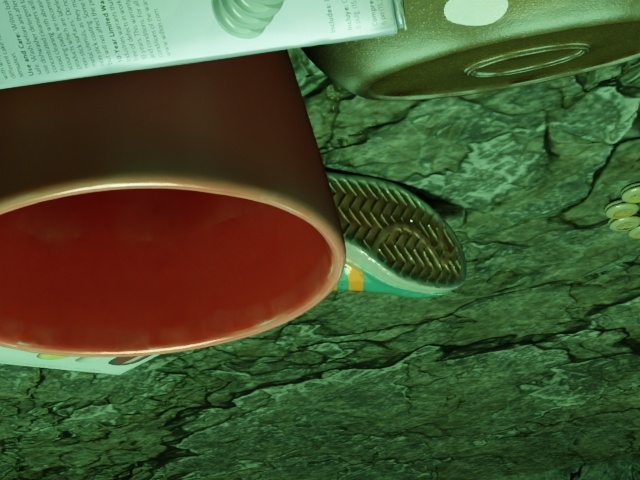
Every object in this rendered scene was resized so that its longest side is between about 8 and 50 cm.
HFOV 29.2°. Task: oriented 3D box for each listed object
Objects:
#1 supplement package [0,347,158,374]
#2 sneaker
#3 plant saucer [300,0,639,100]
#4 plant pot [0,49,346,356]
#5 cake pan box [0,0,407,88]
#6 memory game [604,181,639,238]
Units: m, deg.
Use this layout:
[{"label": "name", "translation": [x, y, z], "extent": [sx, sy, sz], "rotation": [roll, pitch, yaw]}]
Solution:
[{"label": "supplement package", "translation": [-0.240, -0.018, 0.961], "extent": [0.261, 0.204, 0.145], "rotation": [10, 155, -34]}, {"label": "sneaker", "translation": [0.000, 0.000, 1.213], "extent": [0.302, 0.108, 0.121], "rotation": [17, 149, -28]}, {"label": "plant saucer", "translation": [0.139, -0.144, 0.847], "extent": [0.310, 0.050, 0.310], "rotation": [-10, 178, 0]}, {"label": "plant pot", "translation": [-0.126, -0.080, 0.812], "extent": [0.274, 0.243, 0.275], "rotation": [-5, 156, -2]}, {"label": "cake pan box", "translation": [-0.098, -0.210, 0.588], "extent": [0.245, 0.070, 0.267], "rotation": [-9, 124, 8]}, {"label": "memory game", "translation": [0.400, -0.042, 1.334], "extent": [0.186, 0.012, 0.186], "rotation": [-6, 156, -3]}]
